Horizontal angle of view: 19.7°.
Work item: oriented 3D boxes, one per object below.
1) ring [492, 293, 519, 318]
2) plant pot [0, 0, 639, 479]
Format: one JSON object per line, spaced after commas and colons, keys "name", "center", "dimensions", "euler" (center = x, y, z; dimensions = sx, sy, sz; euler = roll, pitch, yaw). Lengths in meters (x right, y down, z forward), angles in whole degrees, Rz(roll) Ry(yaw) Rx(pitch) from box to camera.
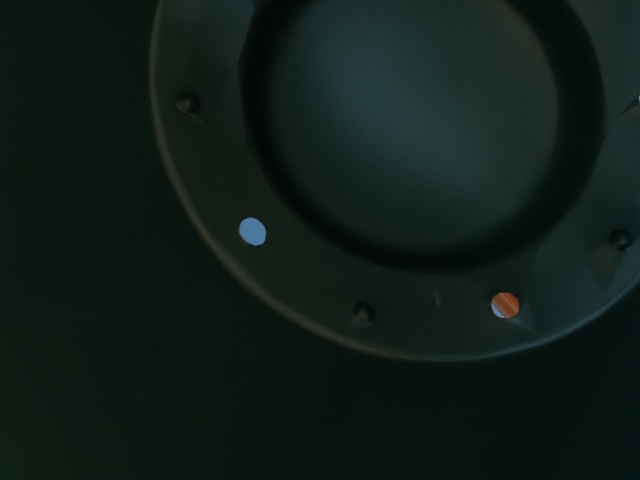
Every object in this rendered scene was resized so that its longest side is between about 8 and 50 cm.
{"name": "ring", "center": [0.191, -0.032, 1.168], "dimensions": [0.336, 0.032, 0.336], "euler": [18, -130, -24]}
{"name": "plant pot", "center": [0.000, 0.000, 0.463], "dimensions": [0.235, 0.293, 0.293], "euler": [-52, -52, -63]}
